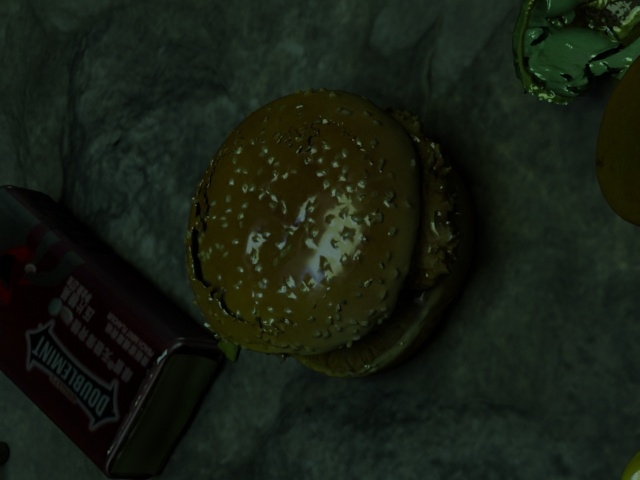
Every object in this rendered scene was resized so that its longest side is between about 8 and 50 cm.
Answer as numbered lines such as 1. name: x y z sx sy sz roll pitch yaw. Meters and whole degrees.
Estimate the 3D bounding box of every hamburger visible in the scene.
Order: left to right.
1. hamburger: 0.007 -0.004 1.140 0.191 0.118 0.182 8 89 34

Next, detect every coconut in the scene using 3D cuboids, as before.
1. coconut: 0.187 -0.155 1.066 0.158 0.055 0.133 -15 71 33

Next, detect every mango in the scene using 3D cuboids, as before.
1. mango: 0.229 -0.072 1.000 0.178 0.090 0.115 -15 87 43

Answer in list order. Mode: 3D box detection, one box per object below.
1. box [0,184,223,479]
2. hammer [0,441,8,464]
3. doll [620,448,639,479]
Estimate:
1. box: -0.177 0.063 1.296 0.224 0.069 0.120 39 105 34
2. hammer: -0.245 0.205 1.347 0.019 0.035 0.110 -19 79 34
3. doll: 0.220 0.152 0.987 0.113 0.071 0.135 36 111 17
